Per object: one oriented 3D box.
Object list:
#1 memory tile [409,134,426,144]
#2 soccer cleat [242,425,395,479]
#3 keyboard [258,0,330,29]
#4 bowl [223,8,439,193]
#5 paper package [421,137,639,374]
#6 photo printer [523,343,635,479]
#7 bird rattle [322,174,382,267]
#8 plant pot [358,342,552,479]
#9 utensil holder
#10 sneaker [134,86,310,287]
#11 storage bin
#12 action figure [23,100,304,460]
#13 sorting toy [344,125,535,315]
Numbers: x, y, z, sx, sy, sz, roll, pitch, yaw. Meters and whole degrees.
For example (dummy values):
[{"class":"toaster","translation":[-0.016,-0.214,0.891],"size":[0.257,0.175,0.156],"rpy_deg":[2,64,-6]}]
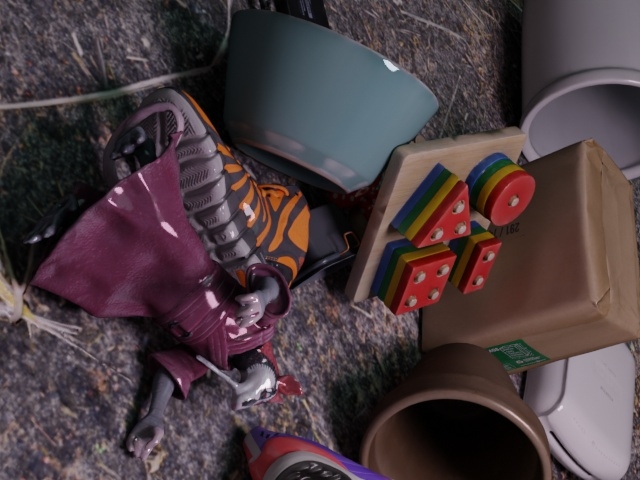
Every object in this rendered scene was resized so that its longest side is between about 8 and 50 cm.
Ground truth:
[{"class":"memory tile","translation":[0.164,-0.119,1.752],"size":[0.148,0.012,0.113],"rpy_deg":[-29,96,-52]},{"class":"soccer cleat","translation":[0.030,0.325,1.309],"size":[0.318,0.109,0.116],"rpy_deg":[32,6,-39]},{"class":"keyboard","translation":[-0.054,-0.385,1.604],"size":[0.201,0.033,0.317],"rpy_deg":[2,70,-56]},{"class":"bowl","translation":[-0.011,-0.172,1.379],"size":[0.311,0.311,0.163],"rpy_deg":[26,86,-41]},{"class":"paper package","translation":[0.339,0.043,1.631],"size":[0.168,0.324,0.310],"rpy_deg":[33,49,-37]},{"class":"photo printer","translation":[0.487,0.283,1.869],"size":[0.256,0.107,0.308],"rpy_deg":[45,43,-27]},{"class":"bird rattle","translation":[0.112,-0.023,1.562],"size":[0.253,0.143,0.207],"rpy_deg":[14,79,-43]},{"class":"plant pot","translation":[0.196,0.268,1.455],"size":[0.263,0.263,0.229],"rpy_deg":[55,21,-16]},{"class":"utensil holder","translation":[0.582,-0.368,2.120],"size":[0.327,0.327,0.386],"rpy_deg":[34,47,-36]},{"class":"sneaker","translation":[-0.122,-0.066,1.320],"size":[0.180,0.124,0.321],"rpy_deg":[-47,120,-54]},{"class":"storage bin","translation":[0.000,0.000,1.444],"size":[0.135,0.098,0.091],"rpy_deg":[-23,80,-52]},{"class":"action figure","translation":[-0.163,0.066,1.174],"size":[0.370,0.248,0.276],"rpy_deg":[47,19,-23]},{"class":"sorting toy","translation":[0.188,-0.021,1.447],"size":[0.257,0.256,0.089],"rpy_deg":[-13,44,-38]}]
